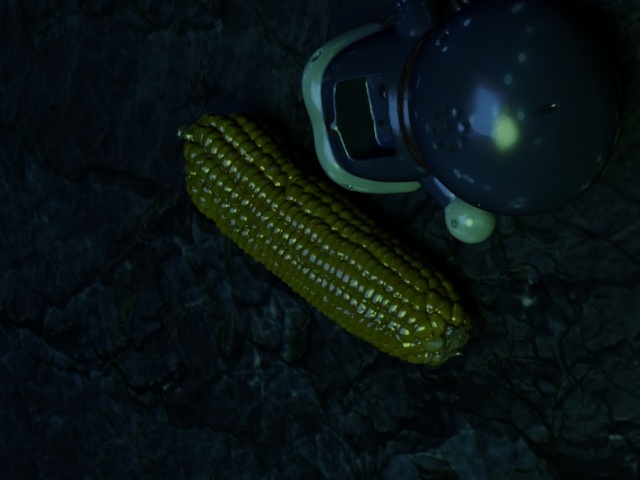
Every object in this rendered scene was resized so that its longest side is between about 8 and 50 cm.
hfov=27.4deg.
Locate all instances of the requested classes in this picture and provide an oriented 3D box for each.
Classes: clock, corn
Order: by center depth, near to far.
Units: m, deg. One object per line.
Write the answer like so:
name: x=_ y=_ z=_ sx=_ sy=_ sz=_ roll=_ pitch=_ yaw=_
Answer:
clock: x=0.106 y=-0.094 z=0.955 sx=0.243 sy=0.146 sz=0.200 roll=4 pitch=104 yaw=51
corn: x=-0.002 y=0.003 z=1.123 sx=0.313 sy=0.102 sz=0.102 roll=42 pitch=131 yaw=24
